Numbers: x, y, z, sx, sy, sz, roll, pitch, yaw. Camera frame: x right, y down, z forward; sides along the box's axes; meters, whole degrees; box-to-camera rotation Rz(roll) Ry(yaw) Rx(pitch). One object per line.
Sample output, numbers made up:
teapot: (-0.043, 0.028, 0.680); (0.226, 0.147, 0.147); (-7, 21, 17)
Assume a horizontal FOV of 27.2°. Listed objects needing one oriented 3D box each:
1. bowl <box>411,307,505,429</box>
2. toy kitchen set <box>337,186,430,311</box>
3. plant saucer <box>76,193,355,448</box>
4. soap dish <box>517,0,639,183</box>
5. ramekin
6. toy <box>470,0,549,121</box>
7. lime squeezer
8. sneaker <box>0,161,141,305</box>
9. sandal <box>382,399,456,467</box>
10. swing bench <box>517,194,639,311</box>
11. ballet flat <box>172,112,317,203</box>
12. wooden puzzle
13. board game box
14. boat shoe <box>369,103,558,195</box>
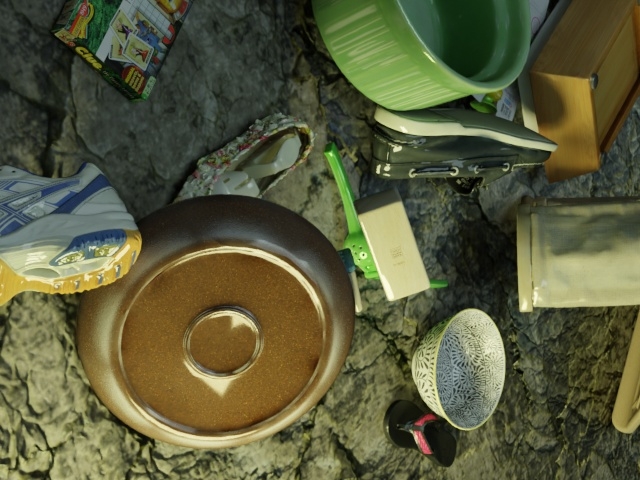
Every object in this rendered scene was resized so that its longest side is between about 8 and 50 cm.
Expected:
bowl: (0.183, 0.181, 1.874); (0.170, 0.080, 0.170); (1, 88, -47)
toy kitchen set: (0.000, 0.000, 1.541); (0.166, 0.207, 0.122); (-106, 176, -60)
plant saucer: (-0.108, 0.103, 1.439); (0.310, 0.050, 0.311); (-4, 114, -10)
soap dish: (0.421, -0.262, 2.075); (0.291, 0.118, 0.229); (-56, 144, -34)
ramekin: (0.126, -0.316, 1.724); (0.303, 0.148, 0.303); (19, 62, -41)
toy: (0.267, -0.303, 1.989); (0.137, 0.056, 0.237); (33, 67, -46)
lime squeezer: (0.080, 0.010, 1.796); (0.310, 0.058, 0.110); (47, 27, -35)
sneaker: (-0.332, -0.006, 1.311); (0.296, 0.112, 0.131); (-7, 57, -35)
sandal: (0.150, 0.273, 1.866); (0.179, 0.040, 0.067); (34, 65, -42)
swing bench: (0.420, 0.011, 1.942); (0.254, 0.253, 0.165); (-13, 101, -80)
ballet flat: (-0.090, -0.079, 1.580); (0.241, 0.077, 0.091); (-49, 125, -35)
wooden puzzle: (0.593, 0.138, 2.171); (0.348, 0.080, 0.322); (100, 9, -69)
board game box: (-0.199, -0.301, 1.498); (0.136, 0.030, 0.260); (40, 62, -38)
boat shoe: (0.200, -0.119, 1.867); (0.340, 0.127, 0.113); (0, 114, -46)
